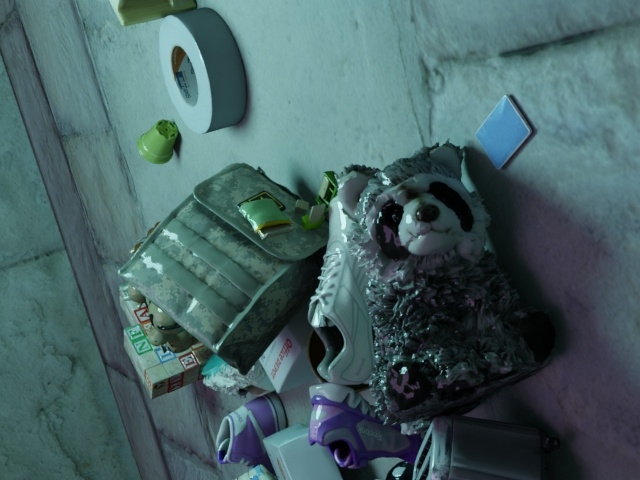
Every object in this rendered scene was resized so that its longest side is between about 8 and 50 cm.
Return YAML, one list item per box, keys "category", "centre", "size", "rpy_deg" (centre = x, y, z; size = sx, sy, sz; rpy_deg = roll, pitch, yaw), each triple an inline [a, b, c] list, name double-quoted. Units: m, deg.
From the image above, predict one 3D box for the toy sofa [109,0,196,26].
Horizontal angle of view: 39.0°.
- category: "toy sofa"
  centre: [-0.281, -0.542, 1.503]
  size: [0.177, 0.150, 0.362]
  rpy_deg: [61, 153, 14]

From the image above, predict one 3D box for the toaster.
- category: "toaster"
  centre: [0.200, 0.308, 1.151]
  size: [0.227, 0.147, 0.129]
  rpy_deg: [101, 180, -49]

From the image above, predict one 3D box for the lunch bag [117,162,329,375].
- category: "lunch bag"
  centre: [-0.129, 0.027, 1.437]
  size: [0.235, 0.287, 0.169]
  rpy_deg: [36, 170, 25]

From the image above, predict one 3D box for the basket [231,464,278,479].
- category: "basket"
  centre: [-0.165, 0.639, 1.916]
  size: [0.255, 0.289, 0.201]
  rpy_deg: [43, -171, -35]

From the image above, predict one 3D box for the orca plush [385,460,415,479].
- category: "orca plush"
  centre: [0.175, 0.451, 1.392]
  size: [0.287, 0.102, 0.151]
  rpy_deg: [47, 146, 39]

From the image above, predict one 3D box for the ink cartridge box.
- category: "ink cartridge box"
  centre: [-0.073, 0.102, 1.605]
  size: [0.278, 0.117, 0.201]
  rpy_deg: [58, 152, 21]

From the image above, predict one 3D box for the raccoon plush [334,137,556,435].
- category: "raccoon plush"
  centre: [0.103, 0.080, 1.169]
  size: [0.299, 0.216, 0.446]
  rpy_deg: [69, 156, 18]

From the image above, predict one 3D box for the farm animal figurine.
- category: "farm animal figurine"
  centre: [-0.353, 0.137, 2.048]
  size: [0.327, 0.172, 0.330]
  rpy_deg: [-150, 41, -68]

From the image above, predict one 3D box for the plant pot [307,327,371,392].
- category: "plant pot"
  centre: [0.048, 0.182, 1.437]
  size: [0.134, 0.134, 0.095]
  rpy_deg: [61, 173, 17]

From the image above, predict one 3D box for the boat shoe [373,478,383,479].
- category: "boat shoe"
  centre: [0.131, 0.512, 1.563]
  size: [0.070, 0.078, 0.219]
  rpy_deg: [20, 134, 59]

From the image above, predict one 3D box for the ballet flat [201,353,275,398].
- category: "ballet flat"
  centre: [-0.133, 0.255, 1.862]
  size: [0.147, 0.147, 0.409]
  rpy_deg: [67, 157, 6]

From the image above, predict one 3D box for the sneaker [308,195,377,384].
- category: "sneaker"
  centre: [0.039, 0.071, 1.330]
  size: [0.110, 0.118, 0.292]
  rpy_deg: [156, 109, -65]

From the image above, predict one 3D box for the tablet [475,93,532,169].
- category: "tablet"
  centre: [0.207, -0.122, 1.022]
  size: [0.054, 0.006, 0.083]
  rpy_deg: [61, 154, 17]

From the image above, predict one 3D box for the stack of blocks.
- category: "stack of blocks"
  centre: [-0.416, 0.237, 2.313]
  size: [0.297, 0.171, 0.087]
  rpy_deg: [56, 151, 27]

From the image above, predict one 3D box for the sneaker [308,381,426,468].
- category: "sneaker"
  centre: [0.067, 0.305, 1.378]
  size: [0.095, 0.236, 0.104]
  rpy_deg: [-17, 49, 49]

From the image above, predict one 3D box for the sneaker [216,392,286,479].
- category: "sneaker"
  centre: [-0.151, 0.478, 1.987]
  size: [0.102, 0.161, 0.282]
  rpy_deg: [27, 133, 53]

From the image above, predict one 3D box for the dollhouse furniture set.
- category: "dollhouse furniture set"
  centre: [-0.040, -0.058, 1.376]
  size: [0.076, 0.152, 0.058]
  rpy_deg: [53, 143, 33]

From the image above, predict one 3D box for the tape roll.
- category: "tape roll"
  centre: [-0.216, -0.306, 1.639]
  size: [0.219, 0.072, 0.219]
  rpy_deg: [42, 144, 42]

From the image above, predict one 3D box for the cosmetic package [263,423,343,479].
- category: "cosmetic package"
  centre: [0.013, 0.543, 1.721]
  size: [0.284, 0.098, 0.377]
  rpy_deg: [135, 112, -75]

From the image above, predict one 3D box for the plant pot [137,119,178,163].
- category: "plant pot"
  centre: [-0.346, -0.222, 1.961]
  size: [0.079, 0.083, 0.083]
  rpy_deg: [-45, 68, 48]
